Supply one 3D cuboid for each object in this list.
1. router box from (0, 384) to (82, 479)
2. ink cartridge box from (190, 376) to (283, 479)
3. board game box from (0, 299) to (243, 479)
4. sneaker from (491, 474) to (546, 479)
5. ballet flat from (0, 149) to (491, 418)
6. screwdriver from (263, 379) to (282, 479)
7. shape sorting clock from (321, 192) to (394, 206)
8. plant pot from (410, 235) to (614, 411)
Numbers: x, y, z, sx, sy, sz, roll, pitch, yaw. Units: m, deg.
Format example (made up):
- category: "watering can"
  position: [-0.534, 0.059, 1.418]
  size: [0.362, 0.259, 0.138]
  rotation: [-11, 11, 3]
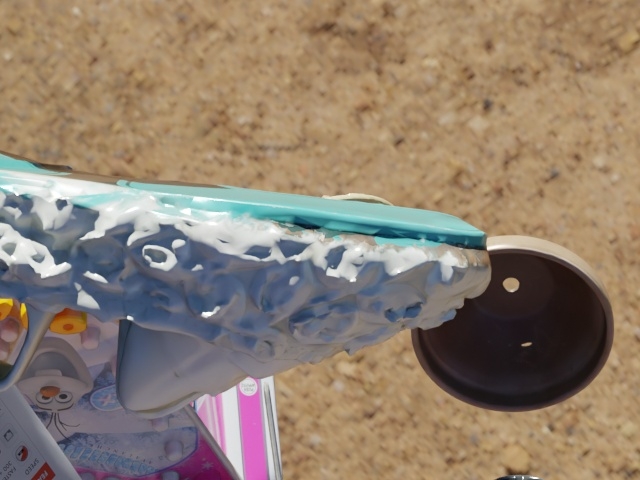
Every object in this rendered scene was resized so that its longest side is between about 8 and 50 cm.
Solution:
- category: "router box"
  position: [-0.319, 0.162, 0.866]
  size: [0.082, 0.301, 0.335]
  rotation: [-5, 34, 41]
- category: "ink cartridge box"
  position: [-0.084, 0.288, 1.510]
  size: [0.176, 0.069, 0.371]
  rotation: [135, 131, -61]
- category: "board game box"
  position: [-0.298, 0.183, 1.221]
  size: [0.389, 0.390, 0.050]
  rotation: [-19, 46, 8]
- category: "sneaker"
  position: [0.235, 0.257, 1.298]
  size: [0.267, 0.106, 0.101]
  rotation: [-4, 64, 22]
- category: "ballet flat"
  position: [-0.123, 0.017, 0.783]
  size: [0.408, 0.147, 0.147]
  rotation: [11, 61, 4]
- category: "screwdriver"
  position: [-0.022, 0.175, 0.998]
  size: [0.025, 0.024, 0.170]
  rotation: [0, 96, 45]
- category: "shape sorting clock"
  position: [0.000, 0.000, 1.910]
  size: [0.206, 0.206, 0.040]
  rotation: [-24, 65, 18]
- category: "plant pot"
  position: [0.226, 0.080, 1.825]
  size: [0.237, 0.237, 0.110]
  rotation: [-23, 27, 19]
